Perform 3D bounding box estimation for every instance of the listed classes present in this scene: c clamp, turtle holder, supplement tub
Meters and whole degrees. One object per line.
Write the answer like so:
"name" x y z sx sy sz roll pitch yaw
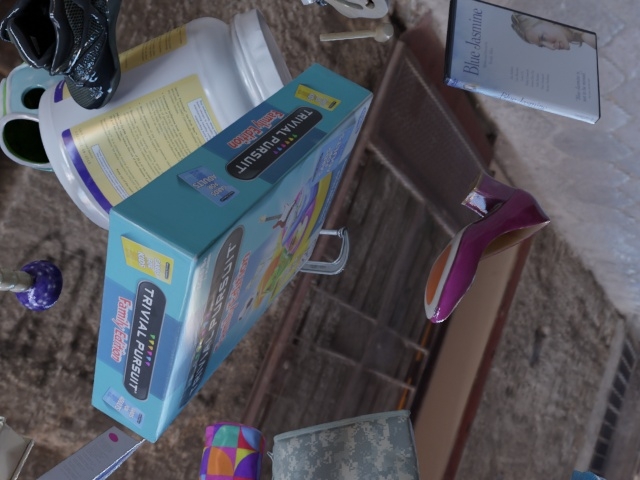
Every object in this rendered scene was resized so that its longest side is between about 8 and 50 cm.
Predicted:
"c clamp" 0.000 0.000 1.320 0.161 0.137 0.022 11 169 42
"turtle holder" -0.582 -0.270 1.393 0.320 0.243 0.227 29 -146 -11
"supplement tub" -0.202 -0.175 0.976 0.331 0.241 0.241 -21 164 7

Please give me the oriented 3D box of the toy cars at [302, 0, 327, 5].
"toy cars" 0.082 -0.661 1.469 0.177 0.087 0.394 17 150 -23

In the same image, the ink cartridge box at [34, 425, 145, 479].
"ink cartridge box" -0.434 0.420 1.123 0.069 0.176 0.371 47 -169 7

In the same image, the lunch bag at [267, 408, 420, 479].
"lunch bag" 0.047 0.470 1.253 0.287 0.235 0.169 -9 141 5

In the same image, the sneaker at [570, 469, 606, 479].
"sneaker" 0.409 0.386 0.955 0.092 0.087 0.229 23 177 16

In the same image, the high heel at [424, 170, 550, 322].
"high heel" 0.329 0.031 1.276 0.181 0.377 0.127 31 150 -1

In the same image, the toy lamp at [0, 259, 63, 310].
"toy lamp" -0.425 0.039 0.782 0.080 0.080 0.275 18 175 21

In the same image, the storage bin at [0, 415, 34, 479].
"storage bin" -0.723 0.445 1.223 0.261 0.262 0.123 8 144 10

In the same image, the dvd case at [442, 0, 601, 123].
"dvd case" 0.319 -0.290 1.054 0.253 0.180 0.022 13 153 -6

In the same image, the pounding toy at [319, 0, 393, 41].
"pounding toy" 0.052 -0.467 1.268 0.270 0.154 0.154 30 172 -24

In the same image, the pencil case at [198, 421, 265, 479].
"pencil case" -0.141 0.400 1.020 0.105 0.236 0.104 3 158 1

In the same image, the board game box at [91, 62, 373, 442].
"board game box" -0.080 0.000 0.673 0.079 0.336 0.253 29 131 9

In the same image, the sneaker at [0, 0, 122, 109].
"sneaker" -0.290 -0.211 0.748 0.087 0.130 0.227 41 149 2
